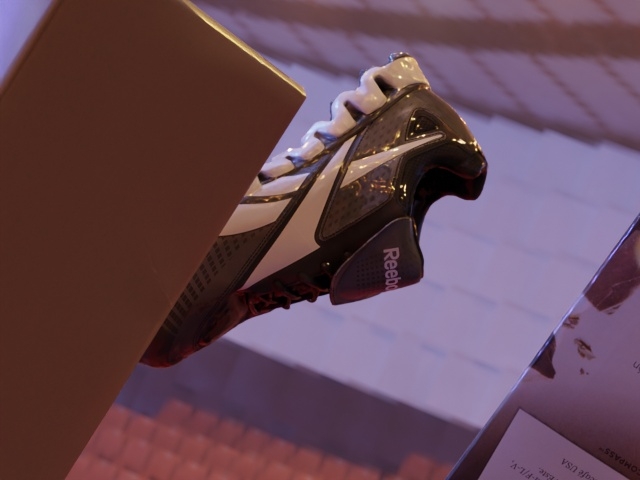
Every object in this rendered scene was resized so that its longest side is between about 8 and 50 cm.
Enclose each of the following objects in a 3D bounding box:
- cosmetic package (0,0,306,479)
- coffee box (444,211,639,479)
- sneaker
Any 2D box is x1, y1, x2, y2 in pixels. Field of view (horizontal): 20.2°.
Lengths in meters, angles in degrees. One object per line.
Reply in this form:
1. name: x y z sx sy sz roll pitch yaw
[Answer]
1. cosmetic package: -0.126 0.015 0.527 0.127 0.238 0.107 28 -2 44
2. coffee box: 0.155 0.121 0.924 0.119 0.297 0.168 38 9 21
3. sneaker: 0.000 0.000 0.981 0.106 0.234 0.078 42 -18 22
